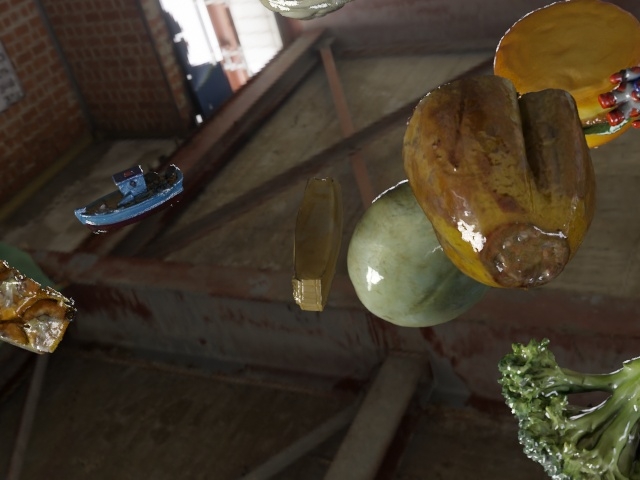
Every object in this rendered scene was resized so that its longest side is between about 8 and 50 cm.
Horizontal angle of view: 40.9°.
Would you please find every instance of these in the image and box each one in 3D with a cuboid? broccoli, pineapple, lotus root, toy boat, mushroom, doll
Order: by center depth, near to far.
[{"bbox_3d":[0.188,-0.050,0.864,0.188,0.199,0.180,-19,-142,14],"label":"lotus root"},{"bbox_3d":[0.456,-0.209,1.102,0.195,0.062,0.104,-24,-115,13],"label":"doll"},{"bbox_3d":[-0.412,0.089,1.134,0.236,0.186,0.114,25,-102,20],"label":"pineapple"},{"bbox_3d":[0.000,0.000,1.175,0.064,0.072,0.206,1,-122,13],"label":"toy boat"},{"bbox_3d":[0.529,0.296,1.370,0.397,0.353,0.275,-26,-146,16],"label":"broccoli"},{"bbox_3d":[-0.381,-0.092,1.714,0.223,0.097,0.100,-24,-147,-12],"label":"toy boat"},{"bbox_3d":[0.223,0.015,1.789,0.352,0.352,0.260,-25,-135,-12],"label":"mushroom"}]

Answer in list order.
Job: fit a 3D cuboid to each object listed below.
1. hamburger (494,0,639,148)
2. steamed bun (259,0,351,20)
[{"bbox_3d":[0.388,-0.239,1.322,0.246,0.170,0.246,-12,-126,17],"label":"hamburger"},{"bbox_3d":[-0.016,-0.443,1.323,0.268,0.207,0.280,-23,-151,-8],"label":"steamed bun"}]
